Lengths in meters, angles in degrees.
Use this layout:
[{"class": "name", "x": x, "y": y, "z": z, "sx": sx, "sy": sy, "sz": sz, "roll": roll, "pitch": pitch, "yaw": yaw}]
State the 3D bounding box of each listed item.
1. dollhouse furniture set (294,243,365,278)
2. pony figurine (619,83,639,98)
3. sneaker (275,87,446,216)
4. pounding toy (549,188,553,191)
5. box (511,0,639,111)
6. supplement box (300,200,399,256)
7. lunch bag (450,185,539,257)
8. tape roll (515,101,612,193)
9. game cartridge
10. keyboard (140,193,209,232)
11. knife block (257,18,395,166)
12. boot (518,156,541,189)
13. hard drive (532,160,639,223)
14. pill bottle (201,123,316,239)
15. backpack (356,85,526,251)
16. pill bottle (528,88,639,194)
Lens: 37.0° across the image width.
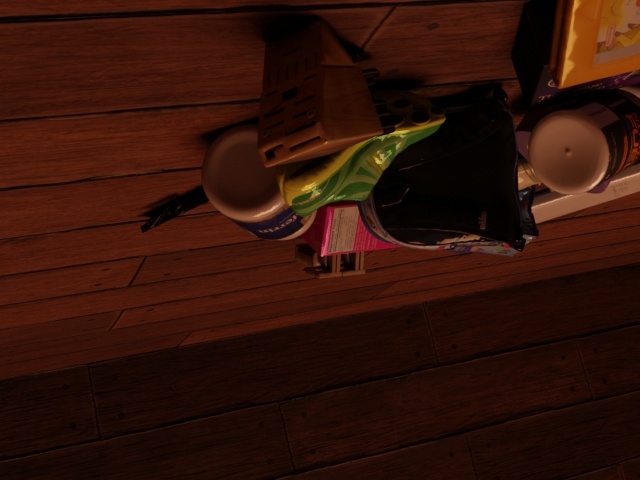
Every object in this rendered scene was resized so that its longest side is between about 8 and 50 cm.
[{"class": "dollhouse furniture set", "x": 0.000, "y": 0.000, "z": 2.173, "sx": 0.129, "sy": 0.129, "sz": 0.183, "roll": -5, "pitch": -166, "yaw": -33}, {"class": "pony figurine", "x": 0.693, "y": -0.222, "z": 1.669, "sx": 0.363, "sy": 0.303, "sz": 0.351, "roll": -7, "pitch": -162, "yaw": -41}, {"class": "sneaker", "x": 0.058, "y": -0.136, "z": 1.455, "sx": 0.295, "sy": 0.109, "sz": 0.123, "roll": -29, "pitch": 145, "yaw": -20}, {"class": "pounding toy", "x": 0.455, "y": -0.176, "z": 1.837, "sx": 0.130, "sy": 0.141, "sz": 0.100, "roll": -24, "pitch": -168, "yaw": 36}, {"class": "box", "x": 0.419, "y": -0.289, "z": 1.367, "sx": 0.261, "sy": 0.103, "sz": 0.184, "roll": -14, "pitch": 164, "yaw": 3}, {"class": "supplement box", "x": 0.077, "y": -0.051, "z": 1.893, "sx": 0.220, "sy": 0.114, "sz": 0.111, "roll": -5, "pitch": -151, "yaw": -28}, {"class": "lunch bag", "x": 0.354, "y": -0.046, "z": 2.328, "sx": 0.293, "sy": 0.138, "sz": 0.221, "roll": 0, "pitch": 167, "yaw": -4}, {"class": "tape roll", "x": 0.438, "y": -0.168, "z": 1.685, "sx": 0.080, "sy": 0.189, "sz": 0.189, "roll": -55, "pitch": 168, "yaw": -6}, {"class": "game cartridge", "x": 0.445, "y": -0.322, "z": 1.146, "sx": 0.323, "sy": 0.053, "sz": 0.285, "roll": -12, "pitch": 146, "yaw": 0}, {"class": "keyboard", "x": -0.259, "y": -0.067, "z": 1.768, "sx": 0.192, "sy": 0.038, "sz": 0.100, "roll": -24, "pitch": -173, "yaw": 33}, {"class": "knife block", "x": 0.023, "y": -0.151, "z": 1.246, "sx": 0.088, "sy": 0.276, "sz": 0.242, "roll": -20, "pitch": 136, "yaw": 24}, {"class": "boot", "x": 0.433, "y": -0.131, "z": 2.096, "sx": 0.165, "sy": 0.077, "sz": 0.213, "roll": -22, "pitch": 162, "yaw": 25}, {"class": "hard drive", "x": 0.691, "y": -0.124, "z": 2.467, "sx": 0.318, "sy": 0.040, "sz": 0.210, "roll": -18, "pitch": 166, "yaw": 18}, {"class": "pill bottle", "x": -0.089, "y": -0.084, "z": 1.577, "sx": 0.153, "sy": 0.153, "sz": 0.264, "roll": -16, "pitch": 168, "yaw": 7}, {"class": "backpack", "x": 0.188, "y": -0.104, "z": 1.616, "sx": 0.263, "sy": 0.277, "sz": 0.213, "roll": -6, "pitch": 178, "yaw": -20}, {"class": "pill bottle", "x": 0.431, "y": -0.162, "z": 1.480, "sx": 0.130, "sy": 0.130, "sz": 0.245, "roll": -26, "pitch": 180, "yaw": 43}]
